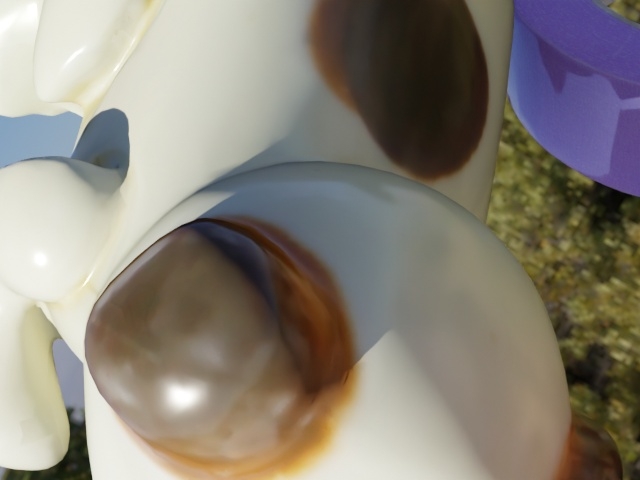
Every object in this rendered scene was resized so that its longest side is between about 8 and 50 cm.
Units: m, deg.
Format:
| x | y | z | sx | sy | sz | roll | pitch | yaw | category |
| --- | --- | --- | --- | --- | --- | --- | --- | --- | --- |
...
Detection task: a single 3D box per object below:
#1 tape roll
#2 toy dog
| x | y | z | sx | sy | sz | roll | pitch | yaw | category |
| --- | --- | --- | --- | --- | --- | --- | --- | --- | --- |
| 0.250 | -0.145 | 0.798 | 0.090 | 0.274 | 0.275 | 79 | -155 | -45 | tape roll |
| 0.000 | 0.000 | 0.620 | 0.395 | 0.284 | 0.408 | -35 | 37 | 23 | toy dog |
